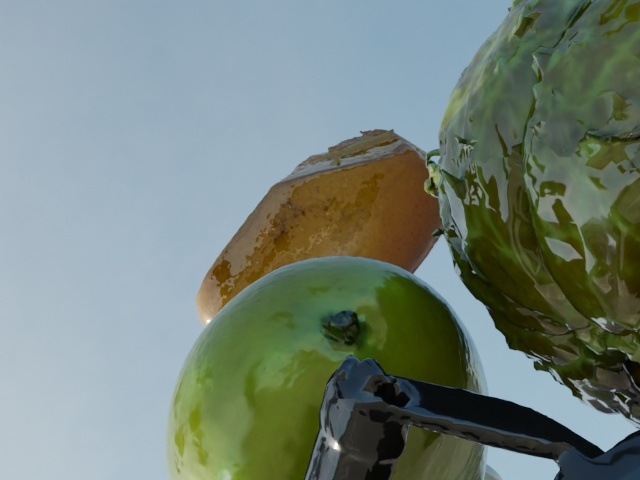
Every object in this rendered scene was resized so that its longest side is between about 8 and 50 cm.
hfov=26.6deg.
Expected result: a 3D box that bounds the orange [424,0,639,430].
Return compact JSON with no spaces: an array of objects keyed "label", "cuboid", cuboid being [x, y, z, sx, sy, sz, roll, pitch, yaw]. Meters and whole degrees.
[{"label":"orange","cuboid":[0.207,-0.016,0.720,0.223,0.300,0.301,-49,-12,-18]}]

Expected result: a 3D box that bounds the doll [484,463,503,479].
[{"label":"doll","cuboid":[0.067,0.147,0.995,0.106,0.181,0.110,-10,-19,-16]}]

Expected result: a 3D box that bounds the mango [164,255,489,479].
[{"label":"mango","cuboid":[0.016,0.107,0.762,0.273,0.149,0.185,33,-103,-60]}]

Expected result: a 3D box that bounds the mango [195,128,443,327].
[{"label":"mango","cuboid":[0.000,0.000,1.631,0.350,0.199,0.201,-39,-33,-1]}]

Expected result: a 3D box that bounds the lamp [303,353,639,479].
[{"label":"lamp","cuboid":[0.178,0.200,0.488,0.374,0.272,0.205,11,-70,-12]}]
